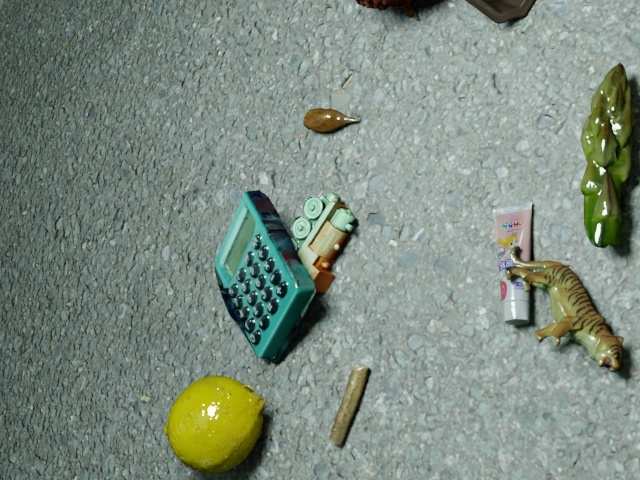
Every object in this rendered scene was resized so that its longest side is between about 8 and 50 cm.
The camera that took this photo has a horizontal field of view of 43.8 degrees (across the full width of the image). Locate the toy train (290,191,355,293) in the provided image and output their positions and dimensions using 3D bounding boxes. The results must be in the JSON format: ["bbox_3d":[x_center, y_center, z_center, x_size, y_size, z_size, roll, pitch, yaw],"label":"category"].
[{"bbox_3d":[0.000,0.000,1.499,0.118,0.074,0.176,41,103,32],"label":"toy train"}]

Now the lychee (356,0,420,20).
[{"bbox_3d":[0.132,-0.545,1.438,0.264,0.300,0.264,-10,33,7],"label":"lychee"}]

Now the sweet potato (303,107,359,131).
[{"bbox_3d":[0.024,-0.237,1.567,0.117,0.049,0.049,6,81,30],"label":"sweet potato"}]

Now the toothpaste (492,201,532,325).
[{"bbox_3d":[0.307,0.035,1.256,0.067,0.043,0.195,-12,65,33],"label":"toothpaste"}]

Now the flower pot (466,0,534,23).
[{"bbox_3d":[0.311,-0.507,1.342,0.251,0.178,0.084,-60,26,9],"label":"flower pot"}]

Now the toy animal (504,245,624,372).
[{"bbox_3d":[0.355,0.098,1.173,0.099,0.057,0.241,-12,52,-12],"label":"toy animal"}]

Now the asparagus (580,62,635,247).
[{"bbox_3d":[0.426,-0.126,1.183,0.080,0.080,0.287,3,82,40],"label":"asparagus"}]

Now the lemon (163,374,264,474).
[{"bbox_3d":[-0.195,0.342,1.492,0.206,0.173,0.173,-35,56,9],"label":"lemon"}]

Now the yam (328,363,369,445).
[{"bbox_3d":[0.050,0.288,1.397,0.032,0.032,0.145,20,92,41],"label":"yam"}]

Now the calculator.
[{"bbox_3d":[-0.120,0.072,1.526,0.274,0.058,0.248,61,141,31],"label":"calculator"}]
